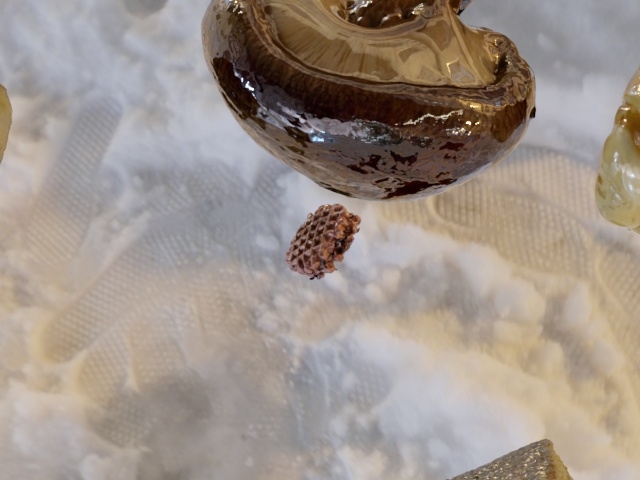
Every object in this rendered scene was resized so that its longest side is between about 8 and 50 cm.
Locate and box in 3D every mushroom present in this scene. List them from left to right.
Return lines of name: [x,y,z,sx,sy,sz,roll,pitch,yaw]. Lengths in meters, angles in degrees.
mushroom: [0.024,-0.104,0.725,0.231,0.138,0.194,33,55,18]

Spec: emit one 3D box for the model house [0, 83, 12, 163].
model house: [-0.519,-0.020,0.868,0.382,0.334,0.342,12,90,27]

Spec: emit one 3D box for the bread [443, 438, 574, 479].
bread: [0.201,0.354,1.290,0.234,0.184,0.110,-24,99,12]

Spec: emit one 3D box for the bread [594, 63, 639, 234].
bread: [0.241,-0.078,0.696,0.084,0.119,0.177,26,60,23]

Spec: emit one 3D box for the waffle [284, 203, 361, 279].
waffle: [0.000,0.000,0.968,0.075,0.029,0.083,-53,25,-8]
